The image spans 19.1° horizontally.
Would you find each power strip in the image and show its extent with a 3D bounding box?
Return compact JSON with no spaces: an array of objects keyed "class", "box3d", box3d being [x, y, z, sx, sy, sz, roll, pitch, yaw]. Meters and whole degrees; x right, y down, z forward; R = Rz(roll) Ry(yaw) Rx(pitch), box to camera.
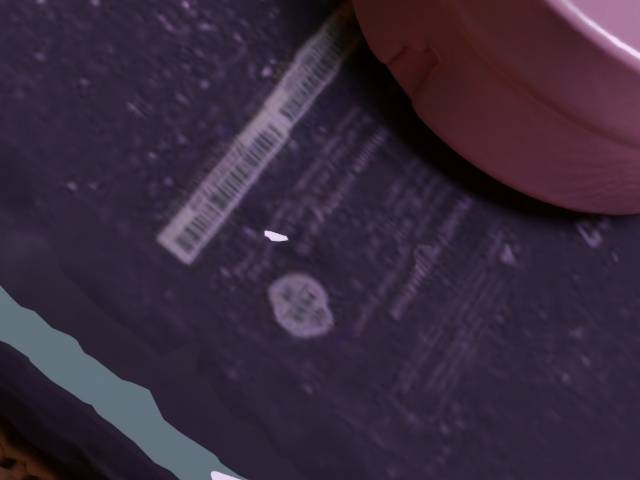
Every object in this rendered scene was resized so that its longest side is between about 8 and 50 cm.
[{"class":"power strip","box3d":[0.091,-0.090,0.604,0.154,0.078,0.154,15,54,-21]}]

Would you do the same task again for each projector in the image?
[{"class":"projector","box3d":[0.000,0.000,0.700,0.405,0.242,0.395,39,51,-5]}]
